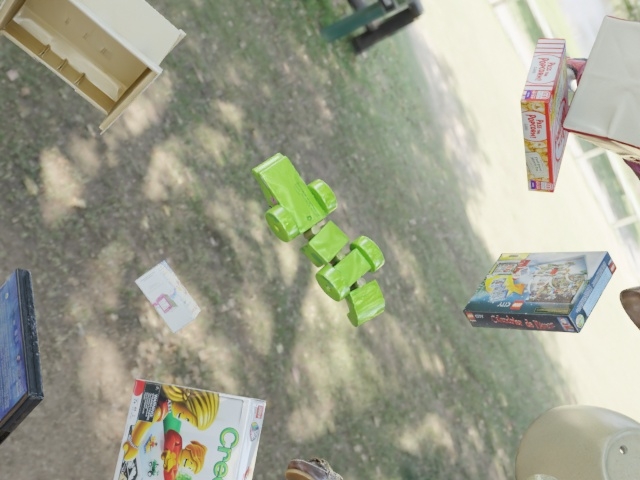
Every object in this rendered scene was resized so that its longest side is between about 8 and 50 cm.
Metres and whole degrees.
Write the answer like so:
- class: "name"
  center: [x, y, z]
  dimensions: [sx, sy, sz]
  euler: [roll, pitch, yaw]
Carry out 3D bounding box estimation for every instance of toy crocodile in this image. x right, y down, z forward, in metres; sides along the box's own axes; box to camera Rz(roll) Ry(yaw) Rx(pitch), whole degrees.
- class: "toy crocodile"
  center: [0.000, 0.000, 1.511]
  dimensions: [0.115, 0.105, 0.340]
  euler: [-40, 95, -22]

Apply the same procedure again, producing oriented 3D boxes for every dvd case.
- class: "dvd case"
  center: [-0.399, 0.176, 1.002]
  dimensions: [0.022, 0.253, 0.180]
  euler: [22, 34, -41]

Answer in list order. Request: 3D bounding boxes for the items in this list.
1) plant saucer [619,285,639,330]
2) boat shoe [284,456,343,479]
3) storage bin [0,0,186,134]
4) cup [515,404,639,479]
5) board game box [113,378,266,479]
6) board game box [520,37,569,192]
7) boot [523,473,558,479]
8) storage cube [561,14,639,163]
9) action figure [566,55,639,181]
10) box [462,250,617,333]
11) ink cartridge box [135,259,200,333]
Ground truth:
- class: "plant saucer"
  center: [0.400, 0.104, 0.935]
  dimensions: [0.168, 0.029, 0.168]
  euler: [46, -5, 5]
- class: "boat shoe"
  center: [-0.010, 0.471, 1.729]
  dimensions: [0.207, 0.073, 0.073]
  euler: [59, 44, -52]
- class: "storage bin"
  center: [-0.419, -0.352, 1.513]
  dimensions: [0.262, 0.260, 0.123]
  euler: [39, 50, -19]
- class: "cup"
  center: [0.628, 0.509, 1.890]
  dimensions: [0.237, 0.331, 0.331]
  euler: [125, -47, -67]
- class: "board game box"
  center: [-0.194, 0.354, 1.175]
  dimensions: [0.053, 0.193, 0.305]
  euler: [34, 63, -62]
- class: "board game box"
  center: [0.353, -0.193, 1.350]
  dimensions: [0.193, 0.045, 0.147]
  euler: [69, 36, -48]
- class: "boot"
  center: [0.274, 0.434, 1.095]
  dimensions: [0.262, 0.095, 0.203]
  euler: [78, 14, -49]
- class: "storage cube"
  center: [0.520, -0.211, 1.310]
  dimensions: [0.193, 0.183, 0.215]
  euler: [15, 100, -39]
- class: "action figure"
  center: [0.607, -0.271, 1.715]
  dimensions: [0.370, 0.276, 0.248]
  euler: [42, 61, 11]
- class: "box"
  center: [0.387, 0.089, 1.540]
  dimensions: [0.159, 0.233, 0.044]
  euler: [-51, 118, -28]
- class: "ink cartridge box"
  center: [-0.283, 0.105, 1.614]
  dimensions: [0.122, 0.052, 0.088]
  euler: [56, 4, -6]
